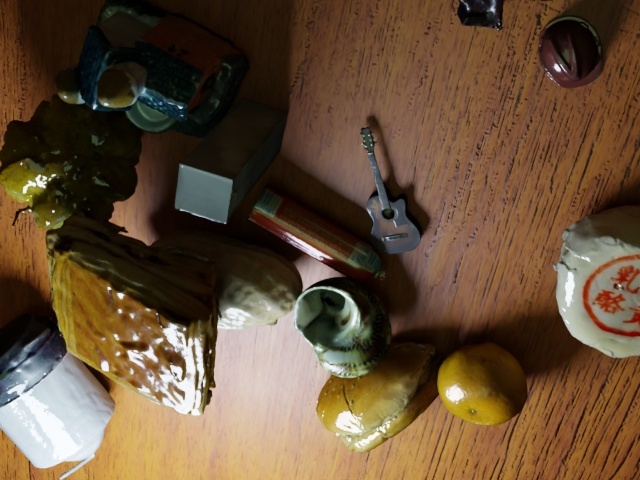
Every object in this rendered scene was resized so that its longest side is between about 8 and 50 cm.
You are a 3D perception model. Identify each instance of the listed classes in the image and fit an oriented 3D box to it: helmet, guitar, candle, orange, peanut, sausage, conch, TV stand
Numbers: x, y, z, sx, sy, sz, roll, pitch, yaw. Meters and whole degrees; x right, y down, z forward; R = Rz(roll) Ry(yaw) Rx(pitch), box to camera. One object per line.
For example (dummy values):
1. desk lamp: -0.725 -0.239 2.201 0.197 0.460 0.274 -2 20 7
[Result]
1. helmet: 0.362 -0.264 1.202 0.089 0.057 0.111 -22 110 24
2. guitar: 0.106 -0.082 1.402 0.088 0.025 0.233 -9 114 22
3. candle: -0.563 0.335 1.735 0.221 0.221 0.342 -23 113 27
4. orange: 0.287 0.249 1.469 0.159 0.136 0.159 15 139 13
5. peanut: -0.196 0.065 1.508 0.340 0.158 0.174 17 152 12
6. sausage: 0.000 0.000 1.450 0.264 0.083 0.083 30 123 -3
7. conch: 0.036 0.154 1.486 0.187 0.124 0.181 19 106 -4
8. TV stand: -0.136 -0.130 1.304 0.088 0.269 0.082 19 122 6

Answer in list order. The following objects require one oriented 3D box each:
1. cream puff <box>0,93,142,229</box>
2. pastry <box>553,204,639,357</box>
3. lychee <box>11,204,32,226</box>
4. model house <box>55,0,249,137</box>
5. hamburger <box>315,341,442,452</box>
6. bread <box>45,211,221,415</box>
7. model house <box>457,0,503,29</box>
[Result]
1. cream puff: -0.422 -0.134 1.423 0.244 0.196 0.244 2 107 8
2. pastry: 0.493 0.067 1.308 0.265 0.133 0.264 9 125 13
3. lychee: -0.485 -0.073 1.535 0.140 0.114 0.101 5 95 -14
4. model house: -0.285 -0.241 1.283 0.253 0.291 0.184 29 118 0
5. hamburger: 0.103 0.293 1.539 0.144 0.156 0.283 46 123 -10
6. bread: -0.289 0.113 1.381 0.325 0.167 0.277 26 132 19
7. model house: 0.252 -0.387 1.147 0.164 0.141 0.203 27 147 -25
